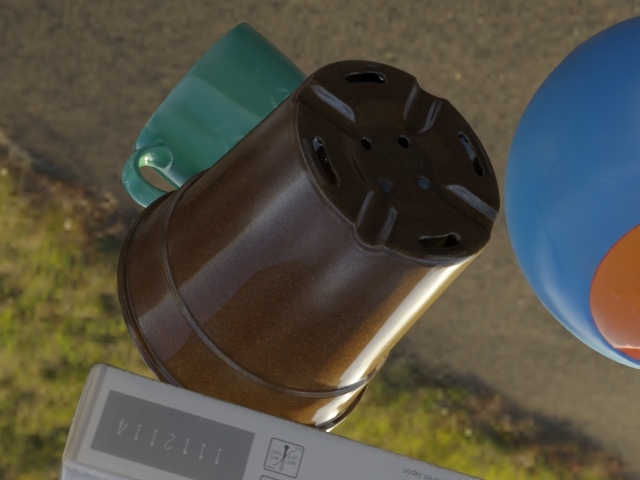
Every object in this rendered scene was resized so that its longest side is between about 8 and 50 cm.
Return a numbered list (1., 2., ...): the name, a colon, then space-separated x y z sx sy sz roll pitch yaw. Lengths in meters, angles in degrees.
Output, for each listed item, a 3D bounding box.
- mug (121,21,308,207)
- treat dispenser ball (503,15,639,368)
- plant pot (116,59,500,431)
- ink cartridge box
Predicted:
1. mug: -0.071 -0.074 1.219 0.097 0.157 0.129 41 176 -1
2. treat dispenser ball: 0.289 -0.038 1.271 0.288 0.288 0.288 2 156 1
3. plant pot: 0.000 0.000 0.873 0.167 0.167 0.165 16 142 -27
4. ink cartridge box: -0.004 0.185 0.905 0.296 0.066 0.261 17 149 -3
